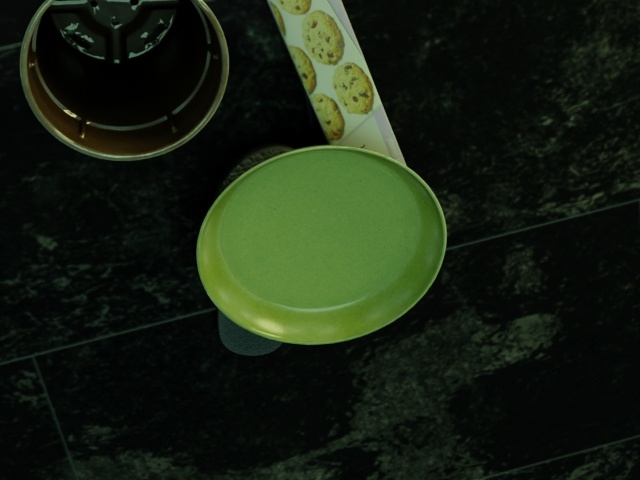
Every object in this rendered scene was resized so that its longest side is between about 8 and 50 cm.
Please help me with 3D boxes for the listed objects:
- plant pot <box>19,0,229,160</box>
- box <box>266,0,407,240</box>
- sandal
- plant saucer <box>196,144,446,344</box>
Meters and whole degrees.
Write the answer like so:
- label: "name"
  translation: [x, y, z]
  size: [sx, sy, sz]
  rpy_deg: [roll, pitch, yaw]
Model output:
- label: "plant pot"
  translation: [-0.173, -0.178, 1.113]
  size: [0.167, 0.165, 0.167]
  rpy_deg: [-6, 121, -10]
- label: "box"
  translation: [0.017, -0.149, 1.233]
  size: [0.067, 0.063, 0.324]
  rpy_deg: [-22, 122, 2]
- label: "sandal"
  translation: [-0.069, 0.005, 1.317]
  size: [0.097, 0.054, 0.254]
  rpy_deg: [6, 126, -8]
- label: "plant saucer"
  translation: [0.000, 0.000, 1.261]
  size: [0.241, 0.037, 0.241]
  rpy_deg: [-4, 128, -6]
